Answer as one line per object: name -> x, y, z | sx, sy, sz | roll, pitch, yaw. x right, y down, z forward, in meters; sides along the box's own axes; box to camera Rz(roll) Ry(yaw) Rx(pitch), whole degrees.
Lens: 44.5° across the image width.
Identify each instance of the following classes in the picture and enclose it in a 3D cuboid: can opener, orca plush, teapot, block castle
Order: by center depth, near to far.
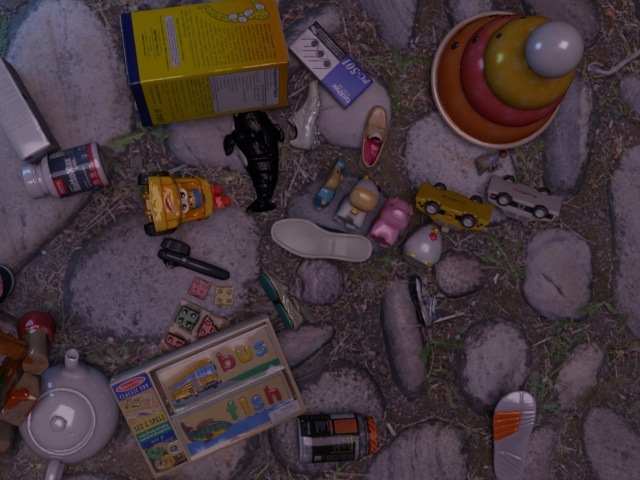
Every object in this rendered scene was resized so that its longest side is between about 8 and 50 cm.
block castle -> -0.810, 0.315, 1.725 | 0.303, 0.213, 0.453 | 29, 104, -29
teapot -> -0.591, 0.413, 1.811 | 0.252, 0.187, 0.256 | -35, 95, -5
orca plush -> -0.163, -0.212, 1.903 | 0.151, 0.102, 0.288 | 4, 90, -7
can opener -> -0.308, 0.056, 1.908 | 0.186, 0.059, 0.073 | 24, 87, -6

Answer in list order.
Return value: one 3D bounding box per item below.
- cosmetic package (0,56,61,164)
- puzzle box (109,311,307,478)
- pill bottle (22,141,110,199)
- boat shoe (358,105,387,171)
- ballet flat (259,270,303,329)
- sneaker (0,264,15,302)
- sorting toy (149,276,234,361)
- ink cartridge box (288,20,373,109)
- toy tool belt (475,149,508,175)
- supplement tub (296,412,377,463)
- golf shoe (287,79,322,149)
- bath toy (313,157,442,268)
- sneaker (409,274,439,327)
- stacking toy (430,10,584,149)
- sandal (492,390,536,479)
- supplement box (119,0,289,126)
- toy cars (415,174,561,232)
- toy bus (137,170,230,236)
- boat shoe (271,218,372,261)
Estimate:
cosmetic package -> -0.709, -0.299, 1.830 | 0.085, 0.117, 0.231 | -31, 95, -5
puzzle box -> -0.265, 0.372, 1.891 | 0.408, 0.052, 0.272 | -23, 104, -6
pill bottle -> -0.600, -0.159, 1.848 | 0.180, 0.108, 0.108 | -17, 92, -6
boat shoe -> 0.137, -0.257, 1.961 | 0.062, 0.059, 0.170 | 10, 89, -7
ballet flat -> -0.096, 0.143, 1.946 | 0.052, 0.057, 0.168 | -32, 98, -34
sneaker -> -0.845, 0.185, 1.806 | 0.112, 0.131, 0.319 | 37, 86, -6
sorting toy -> -0.305, 0.223, 1.916 | 0.132, 0.046, 0.275 | 27, 87, -6
ink cartridge box -> 0.025, -0.436, 1.954 | 0.097, 0.046, 0.207 | -45, 95, -4
toy tool belt -> 0.441, -0.198, 2.009 | 0.083, 0.052, 0.051 | -18, 124, -3
supplement tub -> 0.038, 0.484, 1.923 | 0.190, 0.117, 0.117 | -1, 90, -7
golf shoe -> -0.039, -0.313, 1.939 | 0.085, 0.069, 0.176 | 4, 89, -1
bath toy -> 0.160, -0.063, 1.927 | 0.348, 0.151, 0.129 | 31, 75, -10
sneaker -> 0.266, 0.148, 1.989 | 0.058, 0.052, 0.135 | -19, 100, -16
stacking toy -> 0.475, -0.406, 1.791 | 0.350, 0.480, 0.351 | 0, 90, -7
sandal -> 0.485, 0.491, 2.006 | 0.101, 0.076, 0.266 | 6, 110, 7
supplement box -> -0.263, -0.416, 1.818 | 0.356, 0.194, 0.195 | -9, 69, -7
toy cars -> 0.415, -0.079, 1.953 | 0.393, 0.176, 0.087 | -7, 134, -22
toy bus -> -0.314, -0.093, 1.834 | 0.211, 0.220, 0.150 | -6, 95, -13
boat shoe -> 0.000, 0.000, 1.936 | 0.254, 0.079, 0.095 | 6, 87, -9
